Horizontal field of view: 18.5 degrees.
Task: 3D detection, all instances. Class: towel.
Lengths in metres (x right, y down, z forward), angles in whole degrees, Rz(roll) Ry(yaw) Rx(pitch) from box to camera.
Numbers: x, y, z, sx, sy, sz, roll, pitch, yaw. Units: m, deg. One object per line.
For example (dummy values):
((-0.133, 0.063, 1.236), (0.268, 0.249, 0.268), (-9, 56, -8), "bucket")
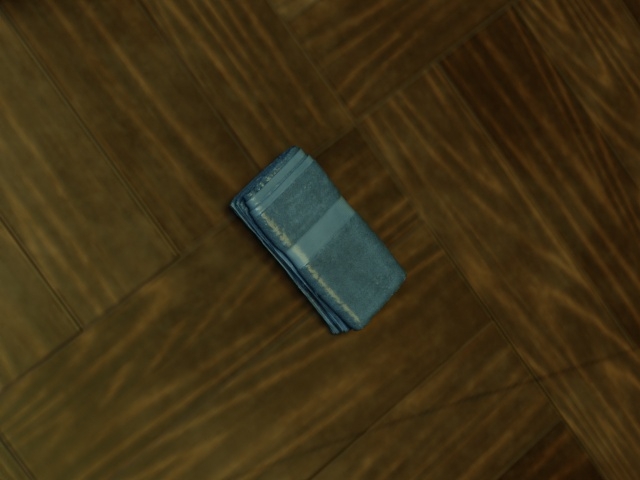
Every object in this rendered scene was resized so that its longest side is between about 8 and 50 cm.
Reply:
((0.000, 0.000, 1.296), (0.119, 0.029, 0.067), (50, 62, -8), "towel")
